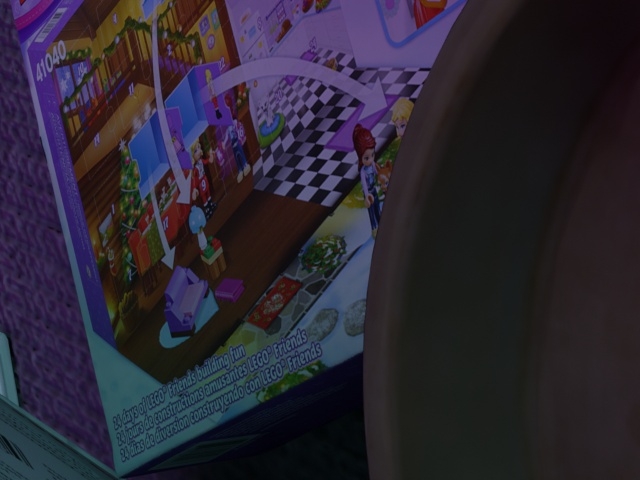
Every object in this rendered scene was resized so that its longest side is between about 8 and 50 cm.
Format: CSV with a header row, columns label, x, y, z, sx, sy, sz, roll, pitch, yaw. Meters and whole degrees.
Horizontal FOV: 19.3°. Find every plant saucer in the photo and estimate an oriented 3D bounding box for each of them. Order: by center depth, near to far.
label,x,y,z,sx,sy,sz,roll,pitch,yaw
plant saucer,0.124,0.048,0.310,0.278,0.041,0.278,14,112,38

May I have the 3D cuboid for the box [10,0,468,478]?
label,x,y,z,sx,sy,sz,roll,pitch,yaw
box,0.016,-0.072,0.489,0.293,0.057,0.201,-31,69,50

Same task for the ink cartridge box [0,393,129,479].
label,x,y,z,sx,sy,sz,roll,pitch,yaw
ink cartridge box,-0.103,0.107,0.492,0.121,0.211,0.289,-54,17,-6

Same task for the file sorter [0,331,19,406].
label,x,y,z,sx,sy,sz,roll,pitch,yaw
file sorter,-0.270,0.163,0.769,0.173,0.278,0.193,-29,70,56
